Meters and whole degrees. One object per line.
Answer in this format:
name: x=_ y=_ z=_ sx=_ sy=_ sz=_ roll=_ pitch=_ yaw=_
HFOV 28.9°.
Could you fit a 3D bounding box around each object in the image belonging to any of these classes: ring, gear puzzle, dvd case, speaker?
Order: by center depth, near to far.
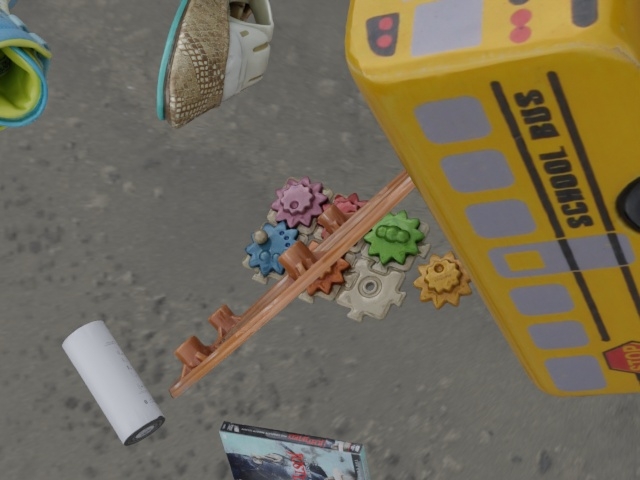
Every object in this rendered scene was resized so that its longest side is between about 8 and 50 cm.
ring: x=0.000 y=0.000 z=0.981 sx=0.336 sy=0.336 sz=0.032 roll=-42 pitch=90 yaw=13
dvd case: x=-0.017 y=0.185 z=0.992 sx=0.119 sy=0.013 sz=0.087 roll=6 pitch=132 yaw=18
speaker: x=-0.229 y=0.156 z=1.376 sx=0.055 sy=0.055 sz=0.136 roll=-39 pitch=75 yaw=13
gear puzzle: x=0.054 y=0.020 z=1.731 sx=0.339 sy=0.044 sz=0.175 roll=20 pitch=71 yaw=25

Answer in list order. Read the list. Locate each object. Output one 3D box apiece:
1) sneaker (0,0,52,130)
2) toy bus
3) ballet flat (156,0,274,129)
sneaker: x=-0.321 y=-0.190 z=1.178 sx=0.208 sy=0.319 sz=0.127 roll=33 pitch=113 yaw=3
toy bus: x=0.133 y=-0.017 z=0.571 sx=0.130 sy=0.332 sz=0.108 roll=-9 pitch=55 yaw=22
ballet flat: x=-0.064 y=-0.136 z=0.808 sx=0.067 sy=0.206 sz=0.073 roll=8 pitch=127 yaw=-6
